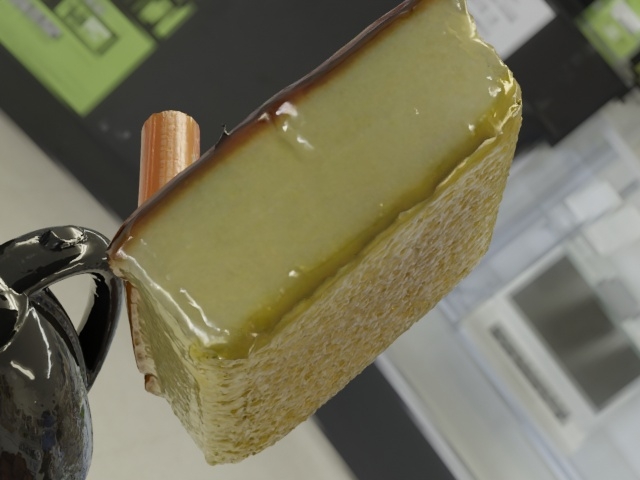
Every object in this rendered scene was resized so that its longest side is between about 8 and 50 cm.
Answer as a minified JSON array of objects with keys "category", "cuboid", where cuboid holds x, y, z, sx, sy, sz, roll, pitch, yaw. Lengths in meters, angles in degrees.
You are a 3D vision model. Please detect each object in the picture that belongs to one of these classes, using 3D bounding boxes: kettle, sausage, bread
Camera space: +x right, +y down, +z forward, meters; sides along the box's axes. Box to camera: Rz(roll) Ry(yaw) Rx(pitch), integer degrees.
[{"category":"kettle","cuboid":[-0.292,0.104,1.594,0.268,0.290,0.207,-32,61,-26]},{"category":"sausage","cuboid":[-0.174,-0.048,2.009,0.071,0.071,0.234,36,33,-33]},{"category":"bread","cuboid":[0.000,0.000,1.345,0.143,0.323,0.333,46,-17,16]}]
